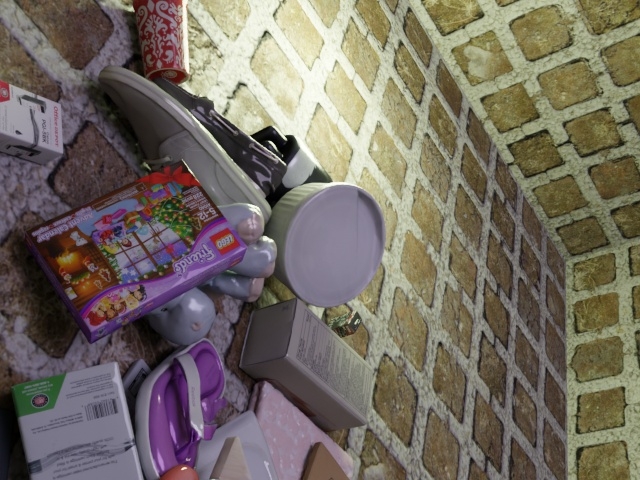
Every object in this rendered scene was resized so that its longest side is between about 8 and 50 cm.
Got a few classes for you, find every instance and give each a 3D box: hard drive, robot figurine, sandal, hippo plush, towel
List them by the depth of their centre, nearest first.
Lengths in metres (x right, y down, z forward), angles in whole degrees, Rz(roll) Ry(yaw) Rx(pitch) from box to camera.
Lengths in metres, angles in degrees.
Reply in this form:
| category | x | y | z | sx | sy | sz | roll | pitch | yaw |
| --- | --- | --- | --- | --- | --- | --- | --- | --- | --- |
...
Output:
| category | x | y | z | sx | sy | sz | roll | pitch | yaw |
| --- | --- | --- | --- | --- | --- | --- | --- | --- | --- |
| hard drive | -0.471 | 0.292 | 1.148 | 0.094 | 0.022 | 0.135 | 30 | 49 | -48 |
| sandal | -0.211 | 0.264 | 1.397 | 0.416 | 0.102 | 0.169 | -83 | 148 | -69 |
| hippo plush | -0.225 | 0.046 | 1.479 | 0.294 | 0.234 | 0.236 | 57 | 32 | -22 |
| towel | -0.053 | 0.495 | 1.678 | 0.332 | 0.053 | 0.317 | 49 | 36 | -33 |
| robot figurine | -0.073 | -0.124 | 1.891 | 0.209 | 0.173 | 0.278 | -51 | 123 | -16 |

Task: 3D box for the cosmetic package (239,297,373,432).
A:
| category | x | y | z | sx | sy | sz | roll | pitch | yaw |
| --- | --- | --- | --- | --- | --- | --- | --- | --- | --- |
| cosmetic package | -0.023 | 0.271 | 1.778 | 0.296 | 0.129 | 0.153 | 47 | 39 | -35 |

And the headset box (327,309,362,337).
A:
| category | x | y | z | sx | sy | sz | roll | pitch | yaw |
| --- | --- | --- | --- | --- | --- | --- | --- | --- | --- |
| headset box | 0.057 | 0.202 | 1.991 | 0.032 | 0.083 | 0.062 | 60 | 31 | -16 |

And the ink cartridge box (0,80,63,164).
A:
| category | x | y | z | sx | sy | sz | roll | pitch | yaw |
| --- | --- | --- | --- | --- | --- | --- | --- | --- | --- |
| ink cartridge box | -0.491 | -0.192 | 1.362 | 0.135 | 0.056 | 0.099 | 18 | 57 | -53 |

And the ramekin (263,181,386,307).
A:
| category | x | y | z | sx | sy | sz | roll | pitch | yaw |
| --- | --- | --- | --- | --- | --- | --- | --- | --- | --- |
| ramekin | 0.000 | 0.000 | 1.784 | 0.273 | 0.127 | 0.273 | -11 | 110 | -35 |

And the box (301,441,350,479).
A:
| category | x | y | z | sx | sy | sz | roll | pitch | yaw |
| --- | --- | --- | --- | --- | --- | --- | --- | --- | --- |
| box | 0.008 | 0.536 | 1.683 | 0.164 | 0.021 | 0.201 | 57 | 33 | -25 |

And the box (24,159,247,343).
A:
| category | x | y | z | sx | sy | sz | roll | pitch | yaw |
| --- | --- | --- | --- | --- | --- | --- | --- | --- | --- |
| box | -0.295 | 0.010 | 1.356 | 0.293 | 0.057 | 0.201 | -30 | 73 | -29 |

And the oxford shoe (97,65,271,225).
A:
| category | x | y | z | sx | sy | sz | roll | pitch | yaw |
| --- | --- | --- | --- | --- | --- | --- | --- | --- | --- |
| oxford shoe | -0.270 | -0.151 | 1.621 | 0.130 | 0.169 | 0.449 | -50 | 121 | -15 |

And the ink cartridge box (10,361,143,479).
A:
| category | x | y | z | sx | sy | sz | roll | pitch | yaw |
| --- | --- | --- | --- | --- | --- | --- | --- | --- | --- |
| ink cartridge box | -0.350 | 0.296 | 1.211 | 0.153 | 0.087 | 0.208 | -11 | 81 | -20 |

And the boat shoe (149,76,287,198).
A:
| category | x | y | z | sx | sy | sz | roll | pitch | yaw |
| --- | --- | --- | --- | --- | --- | --- | --- | --- | --- |
| boat shoe | -0.208 | -0.224 | 1.720 | 0.335 | 0.112 | 0.095 | 45 | 75 | -12 |

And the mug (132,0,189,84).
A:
| category | x | y | z | sx | sy | sz | roll | pitch | yaw |
| --- | --- | --- | --- | --- | --- | --- | --- | --- | --- |
| mug | -0.311 | -0.409 | 1.731 | 0.150 | 0.113 | 0.169 | 11 | 67 | -54 |

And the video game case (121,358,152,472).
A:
| category | x | y | z | sx | sy | sz | roll | pitch | yaw |
| --- | --- | --- | --- | --- | --- | --- | --- | --- | --- |
| video game case | -0.298 | 0.338 | 1.401 | 0.193 | 0.023 | 0.212 | 57 | 32 | -21 |

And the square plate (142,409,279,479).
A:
| category | x | y | z | sx | sy | sz | roll | pitch | yaw |
| --- | --- | --- | --- | --- | --- | --- | --- | --- | --- |
| square plate | -0.159 | 0.510 | 1.421 | 0.344 | 0.049 | 0.347 | -21 | 92 | -51 |

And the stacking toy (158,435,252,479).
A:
| category | x | y | z | sx | sy | sz | roll | pitch | yaw |
| --- | --- | --- | --- | --- | --- | --- | --- | --- | --- |
| stacking toy | -0.107 | 0.454 | 1.235 | 0.279 | 0.130 | 0.309 | -40 | 112 | -57 |
